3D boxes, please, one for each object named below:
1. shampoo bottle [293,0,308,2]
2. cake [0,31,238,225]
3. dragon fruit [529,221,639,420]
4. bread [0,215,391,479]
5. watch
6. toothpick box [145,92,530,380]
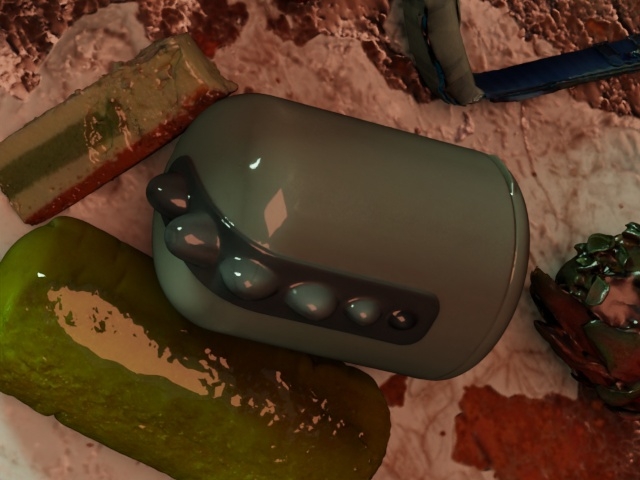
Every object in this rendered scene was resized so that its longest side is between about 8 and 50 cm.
[{"bbox_3d":[0.075,-0.324,1.483,0.278,0.104,0.104,-30,95,-14],"label":"shampoo bottle"},{"bbox_3d":[-0.179,-0.108,1.440,0.220,0.117,0.086,-32,94,19],"label":"cake"},{"bbox_3d":[0.297,0.073,1.494,0.182,0.182,0.188,-27,108,-15],"label":"dragon fruit"},{"bbox_3d":[-0.115,0.123,1.407,0.384,0.112,0.166,29,80,-13],"label":"bread"},{"bbox_3d":[0.206,-0.265,1.481,0.275,0.068,0.276,-15,118,-14],"label":"watch"},{"bbox_3d":[0.000,0.000,1.350,0.316,0.229,0.229,14,84,-30],"label":"toothpick box"}]
